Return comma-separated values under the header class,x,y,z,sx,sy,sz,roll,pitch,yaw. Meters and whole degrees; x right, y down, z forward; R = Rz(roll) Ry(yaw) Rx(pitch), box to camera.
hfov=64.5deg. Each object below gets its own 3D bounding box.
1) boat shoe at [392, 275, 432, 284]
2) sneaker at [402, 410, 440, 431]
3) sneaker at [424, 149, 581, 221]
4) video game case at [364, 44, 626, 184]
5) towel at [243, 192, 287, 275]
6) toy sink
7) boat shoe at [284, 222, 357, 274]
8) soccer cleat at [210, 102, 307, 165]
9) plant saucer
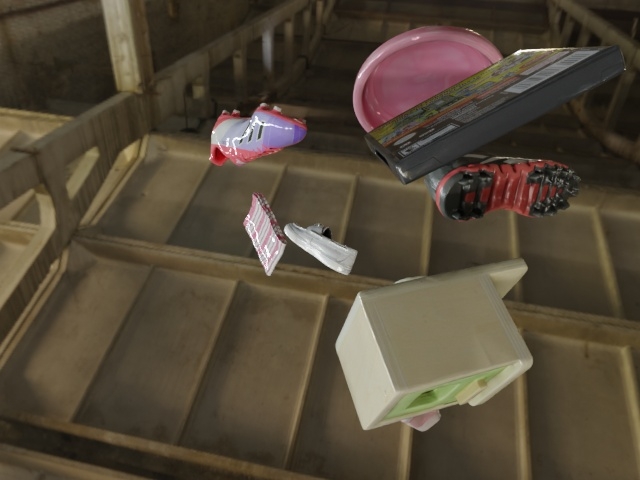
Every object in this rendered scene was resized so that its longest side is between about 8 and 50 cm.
class,x,y,z,sx,sy,sz,roll,pitch,yaw
boat shoe,0.235,0.125,0.913,0.232,0.084,0.079,19,-132,-13
sneaker,0.208,0.307,0.993,0.070,0.051,0.134,38,-114,-15
sneaker,0.292,-0.097,0.833,0.275,0.098,0.135,-4,-151,-19
video game case,0.203,-0.177,0.680,0.274,0.035,0.248,-28,-161,6
towel,-0.158,-0.018,1.401,0.029,0.144,0.197,-8,-126,-31
toy sink,0.157,0.132,0.630,0.233,0.153,0.131,-10,-122,-18
boat shoe,0.000,0.000,1.015,0.066,0.063,0.184,24,-172,-47
soccer cleat,-0.105,-0.160,0.815,0.083,0.095,0.248,17,180,-38
plant saucer,0.238,-0.334,1.118,0.331,0.332,0.084,4,-123,0
